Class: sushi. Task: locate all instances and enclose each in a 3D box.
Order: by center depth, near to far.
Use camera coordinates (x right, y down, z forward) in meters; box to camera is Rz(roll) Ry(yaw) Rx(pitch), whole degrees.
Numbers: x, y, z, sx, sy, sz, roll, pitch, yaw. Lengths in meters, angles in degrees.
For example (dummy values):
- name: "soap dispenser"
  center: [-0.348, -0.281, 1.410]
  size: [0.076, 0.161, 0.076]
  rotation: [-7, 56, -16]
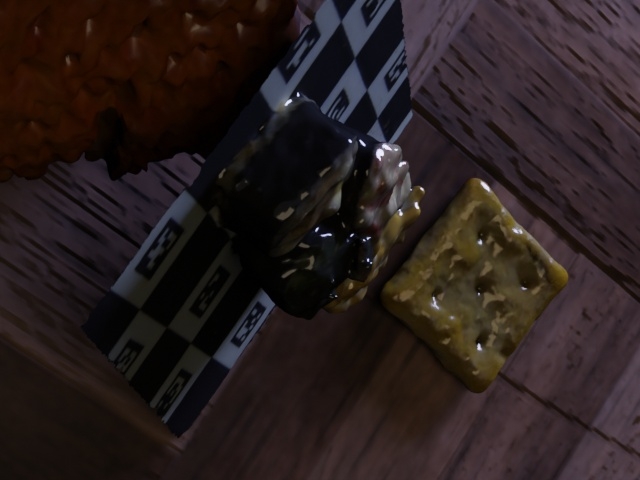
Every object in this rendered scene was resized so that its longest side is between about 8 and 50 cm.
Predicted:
- name: "sushi"
  center: [0.000, 0.000, 0.656]
  size: [0.050, 0.215, 0.192]
  rotation: [33, 80, 14]

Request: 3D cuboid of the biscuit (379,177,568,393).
- name: "biscuit"
  center: [0.078, 0.023, 0.803]
  size: [0.081, 0.018, 0.083]
  rotation: [-50, 117, -11]

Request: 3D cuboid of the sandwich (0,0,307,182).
- name: "sandwich"
  center: [-0.133, -0.111, 0.597]
  size: [0.301, 0.162, 0.250]
  rotation: [13, 128, -46]
